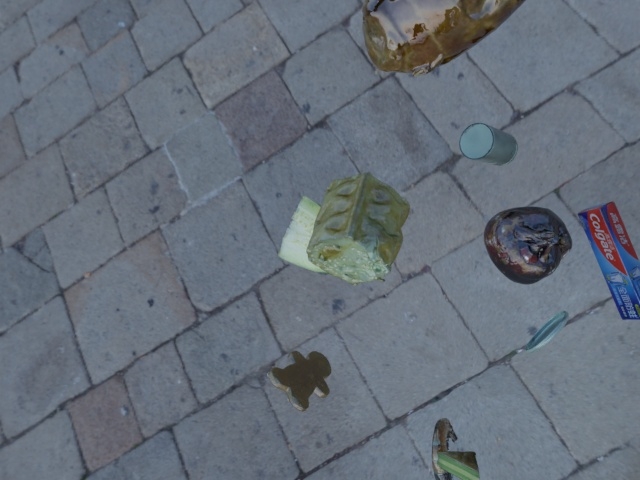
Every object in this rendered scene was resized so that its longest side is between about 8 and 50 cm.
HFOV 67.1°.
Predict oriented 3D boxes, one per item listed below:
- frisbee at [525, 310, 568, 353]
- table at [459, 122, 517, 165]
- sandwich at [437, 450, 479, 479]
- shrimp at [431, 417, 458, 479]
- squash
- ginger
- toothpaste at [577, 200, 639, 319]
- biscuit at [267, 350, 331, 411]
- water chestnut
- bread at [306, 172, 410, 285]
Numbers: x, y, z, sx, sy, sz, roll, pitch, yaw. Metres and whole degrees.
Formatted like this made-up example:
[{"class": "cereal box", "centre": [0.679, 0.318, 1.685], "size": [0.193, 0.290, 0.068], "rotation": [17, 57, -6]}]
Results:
[{"class": "frisbee", "centre": [0.438, 0.178, 0.931], "size": [0.014, 0.110, 0.110], "rotation": [44, 90, 14]}, {"class": "table", "centre": [0.594, -0.335, 1.701], "size": [0.126, 0.219, 0.127], "rotation": [2, 93, 42]}, {"class": "sandwich", "centre": [0.406, 0.676, 1.427], "size": [0.116, 0.074, 0.074], "rotation": [-4, 116, 12]}, {"class": "shrimp", "centre": [0.422, 0.734, 1.611], "size": [0.054, 0.222, 0.291], "rotation": [-9, 92, 26]}, {"class": "squash", "centre": [0.000, 0.000, 1.652], "size": [0.155, 0.203, 0.237], "rotation": [45, 114, 47]}, {"class": "ginger", "centre": [0.217, -0.402, 0.631], "size": [0.418, 0.176, 0.254], "rotation": [-46, 21, 27]}, {"class": "toothpaste", "centre": [0.802, 0.056, 1.301], "size": [0.066, 0.076, 0.321], "rotation": [-24, 90, -22]}, {"class": "biscuit", "centre": [-0.054, 0.475, 1.682], "size": [0.197, 0.301, 0.049], "rotation": [50, 117, 9]}, {"class": "water chestnut", "centre": [0.706, 0.001, 1.649], "size": [0.289, 0.288, 0.244], "rotation": [56, 135, 22]}, {"class": "bread", "centre": [0.100, -0.032, 1.225], "size": [0.238, 0.196, 0.252], "rotation": [-5, 45, 40]}]
